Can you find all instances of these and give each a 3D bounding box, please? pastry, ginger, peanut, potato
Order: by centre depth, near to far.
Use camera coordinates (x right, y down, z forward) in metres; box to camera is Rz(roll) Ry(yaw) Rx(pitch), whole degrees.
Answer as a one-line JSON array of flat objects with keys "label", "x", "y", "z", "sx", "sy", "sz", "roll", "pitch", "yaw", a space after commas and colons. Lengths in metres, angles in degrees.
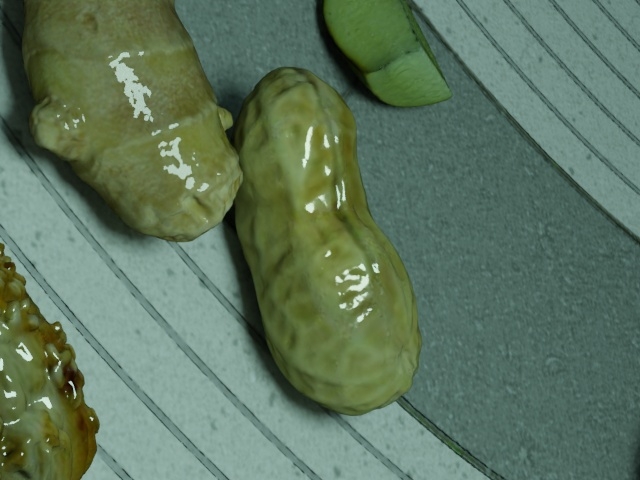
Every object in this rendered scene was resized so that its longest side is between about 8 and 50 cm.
[{"label": "pastry", "x": -0.279, "y": 0.116, "z": 1.197, "sx": 0.255, "sy": 0.162, "sz": 0.311, "roll": 52, "pitch": 43, "yaw": -11}, {"label": "ginger", "x": -0.173, "y": -0.163, "z": 1.461, "sx": 0.190, "sy": 0.126, "sz": 0.354, "roll": -10, "pitch": 76, "yaw": -36}, {"label": "peanut", "x": 0.000, "y": 0.000, "z": 1.534, "sx": 0.147, "sy": 0.147, "sz": 0.305, "roll": -8, "pitch": 76, "yaw": -46}, {"label": "potato", "x": 0.058, "y": -0.201, "z": 1.759, "sx": 0.120, "sy": 0.081, "sz": 0.149, "roll": 51, "pitch": 16, "yaw": -60}]
